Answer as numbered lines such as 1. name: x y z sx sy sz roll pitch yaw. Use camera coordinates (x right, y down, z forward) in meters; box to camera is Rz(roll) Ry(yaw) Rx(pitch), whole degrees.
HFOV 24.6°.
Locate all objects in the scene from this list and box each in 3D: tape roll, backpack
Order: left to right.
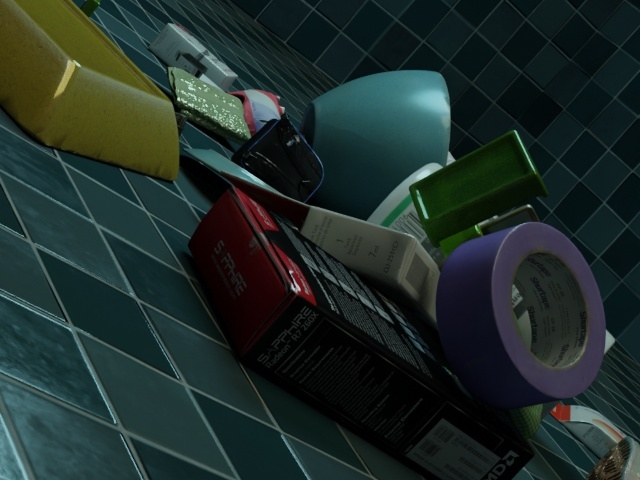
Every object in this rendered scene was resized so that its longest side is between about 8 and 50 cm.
1. backpack: -0.058 -0.106 2.086 0.114 0.105 0.084 48 -13 -16
2. tape roll: 0.213 0.081 1.552 0.189 0.080 0.189 15 67 -40

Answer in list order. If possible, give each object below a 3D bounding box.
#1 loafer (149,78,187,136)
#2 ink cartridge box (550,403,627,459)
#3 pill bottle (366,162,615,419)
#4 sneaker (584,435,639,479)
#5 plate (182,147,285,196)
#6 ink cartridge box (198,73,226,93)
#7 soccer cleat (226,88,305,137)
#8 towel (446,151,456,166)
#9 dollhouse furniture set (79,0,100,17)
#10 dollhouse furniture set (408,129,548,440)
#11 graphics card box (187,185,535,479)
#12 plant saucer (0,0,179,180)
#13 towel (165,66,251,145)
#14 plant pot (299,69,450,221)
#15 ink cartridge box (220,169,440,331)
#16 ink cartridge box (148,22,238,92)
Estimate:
1. loafer: -0.232 -0.179 1.856 0.170 0.061 0.062 44 11 18
2. ink cartridge box: 0.429 0.289 2.411 0.179 0.045 0.145 45 10 5
3. pill bottle: 0.223 0.079 2.070 0.361 0.204 0.204 44 10 9
4. sneaker: 0.412 0.361 1.893 0.121 0.108 0.302 41 18 -6
5. plate: -0.097 -0.077 1.921 0.188 0.024 0.188 32 -1 1
6. ink cartridge box: -0.179 -0.217 2.296 0.063 0.029 0.115 40 22 -8
7. soccer cleat: -0.091 -0.171 2.365 0.095 0.083 0.248 4 31 -20
8. towel: 0.237 0.016 2.354 0.332 0.053 0.317 -112 -175 -70
9. dollhouse furniture set: -0.379 -0.365 2.051 0.151 0.076 0.058 40 9 -14
10. dollhouse furniture set: 0.237 0.052 1.741 0.197 0.151 0.301 58 11 -39
11. graphics card box: 0.042 0.114 1.551 0.371 0.094 0.233 34 12 -32
12. plant saucer: -0.315 -0.222 1.677 0.333 0.081 0.333 45 11 19
13. towel: -0.167 -0.203 2.213 0.148 0.027 0.110 27 29 -35
14. plant pot: 0.069 -0.140 2.348 0.195 0.290 0.290 8 19 -12
15. ink cartridge box: 0.025 0.026 1.808 0.261 0.066 0.296 18 -11 22
16. ink cartridge box: -0.211 -0.297 2.453 0.135 0.056 0.099 41 9 1
